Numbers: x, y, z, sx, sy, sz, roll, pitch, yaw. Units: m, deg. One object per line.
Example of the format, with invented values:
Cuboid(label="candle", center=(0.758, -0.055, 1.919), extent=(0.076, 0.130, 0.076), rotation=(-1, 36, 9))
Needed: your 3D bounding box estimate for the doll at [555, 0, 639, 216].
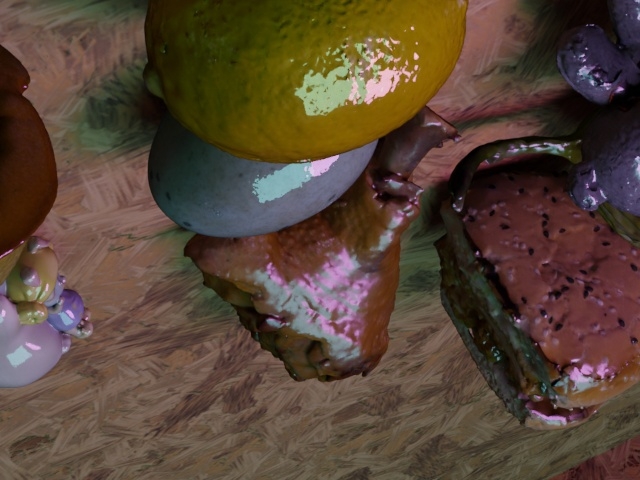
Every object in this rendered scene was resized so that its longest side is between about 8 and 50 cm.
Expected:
Cuboid(label="doll", center=(0.362, -0.169, 1.532), extent=(0.246, 0.158, 0.340), rotation=(-2, 120, -18))

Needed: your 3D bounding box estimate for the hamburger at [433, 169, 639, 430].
Cuboid(label="hamburger", center=(0.299, 0.058, 1.857), extent=(0.277, 0.318, 0.195), rotation=(-23, 157, -24))

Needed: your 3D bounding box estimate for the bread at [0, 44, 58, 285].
Cuboid(label="bread", center=(-0.337, -0.059, 1.145), extent=(0.270, 0.270, 0.148), rotation=(-9, 149, -29))

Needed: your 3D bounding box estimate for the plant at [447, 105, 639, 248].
Cuboid(label="plant", center=(0.316, -0.120, 1.720), extent=(0.333, 0.251, 0.180), rotation=(19, 131, -22))

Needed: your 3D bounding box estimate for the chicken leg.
Cuboid(label="chicken leg", center=(0.000, 0.000, 1.689), extent=(0.295, 0.182, 0.409), rotation=(11, 131, -27))

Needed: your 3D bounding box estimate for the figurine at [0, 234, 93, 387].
Cuboid(label="figurine", center=(-0.341, 0.050, 1.503), extent=(0.155, 0.127, 0.235), rotation=(-8, 147, 13))

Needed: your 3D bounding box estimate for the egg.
Cuboid(label="egg", center=(-0.054, -0.095, 1.423), extent=(0.236, 0.169, 0.169), rotation=(-25, 154, -4))

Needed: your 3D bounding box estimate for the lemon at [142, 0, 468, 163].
Cuboid(label="lemon", center=(-0.011, -0.180, 1.238), extent=(0.263, 0.236, 0.236), rotation=(-46, 156, -10))
